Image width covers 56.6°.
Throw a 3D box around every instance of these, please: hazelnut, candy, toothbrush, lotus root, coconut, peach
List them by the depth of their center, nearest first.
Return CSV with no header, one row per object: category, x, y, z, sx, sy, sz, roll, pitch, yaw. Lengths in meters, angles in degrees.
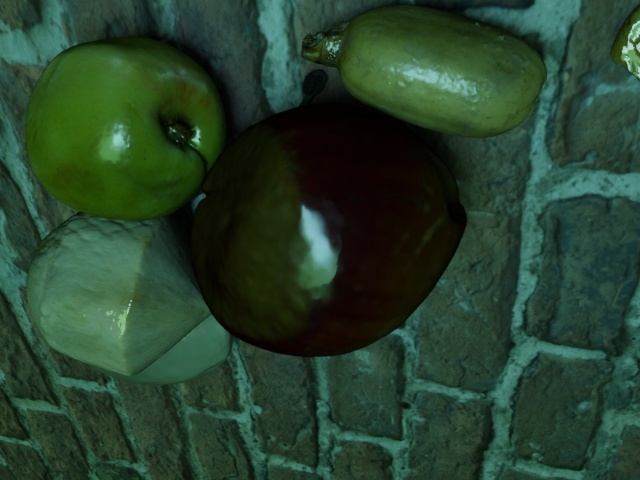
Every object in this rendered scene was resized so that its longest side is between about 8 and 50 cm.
lotus root,0.140,-0.246,0.825,0.342,0.169,0.152,19,132,5
hazelnut,0.000,0.000,0.907,0.402,0.402,0.429,47,138,-17
peach,-0.319,-0.172,0.971,0.315,0.282,0.314,8,133,22
toothbrush,-0.067,-0.175,1.043,0.030,0.030,0.297,48,132,15
coconut,-0.345,0.092,1.078,0.328,0.329,0.329,9,128,12
candy,-0.401,0.176,1.327,0.426,0.186,0.386,14,125,3

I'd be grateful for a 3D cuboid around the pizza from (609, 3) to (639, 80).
pizza,0.520,-0.225,0.768,0.262,0.034,0.181,49,126,-1
